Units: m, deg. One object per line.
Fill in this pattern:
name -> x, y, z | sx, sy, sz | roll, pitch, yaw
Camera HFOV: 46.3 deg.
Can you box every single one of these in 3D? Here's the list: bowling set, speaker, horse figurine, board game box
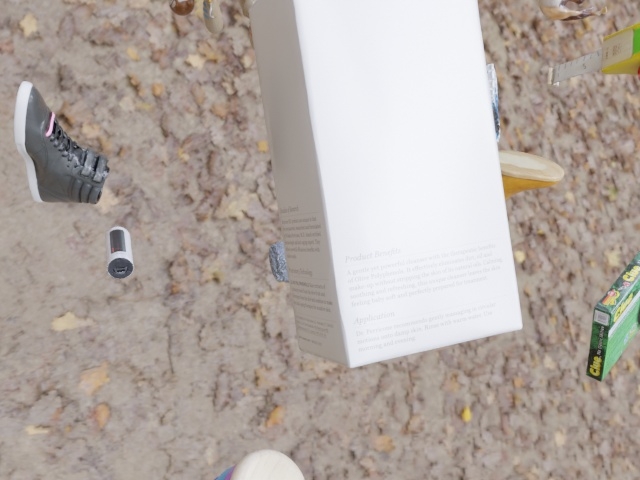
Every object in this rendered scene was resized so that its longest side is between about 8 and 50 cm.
bowling set -> -0.212, -0.508, 1.494 | 0.200, 0.154, 0.287 | -11, 63, -4
speaker -> -0.434, 0.026, 1.611 | 0.055, 0.055, 0.136 | 31, 17, -30
horse figurine -> 0.560, -0.579, 1.729 | 0.263, 0.175, 0.066 | 41, 52, -53
board game box -> 0.466, 0.078, 1.098 | 0.260, 0.030, 0.136 | -37, 137, -34

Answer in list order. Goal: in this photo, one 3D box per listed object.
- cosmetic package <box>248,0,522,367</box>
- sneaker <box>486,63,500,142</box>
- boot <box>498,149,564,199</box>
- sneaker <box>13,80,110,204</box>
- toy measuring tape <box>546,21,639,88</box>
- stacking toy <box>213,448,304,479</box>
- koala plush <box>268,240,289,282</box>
cosmetic package -> 0.061, -0.077, 0.746 | 0.197, 0.155, 0.365 | -8, 91, -20
sneaker -> 0.295, -0.248, 1.414 | 0.071, 0.083, 0.190 | 59, 30, -50
boot -> 0.334, -0.072, 1.524 | 0.104, 0.295, 0.211 | -54, 146, -53
sneaker -> -0.461, -0.170, 1.357 | 0.147, 0.295, 0.104 | 5, 54, -5
toy measuring tape -> 0.531, -0.306, 1.270 | 0.121, 0.330, 0.121 | 2, 85, -22
stacking toy -> -0.166, 0.459, 1.251 | 0.141, 0.330, 0.141 | 23, 50, -29
koala plush -> 0.000, 0.000, 1.520 | 0.196, 0.203, 0.221 | 50, 7, -38
